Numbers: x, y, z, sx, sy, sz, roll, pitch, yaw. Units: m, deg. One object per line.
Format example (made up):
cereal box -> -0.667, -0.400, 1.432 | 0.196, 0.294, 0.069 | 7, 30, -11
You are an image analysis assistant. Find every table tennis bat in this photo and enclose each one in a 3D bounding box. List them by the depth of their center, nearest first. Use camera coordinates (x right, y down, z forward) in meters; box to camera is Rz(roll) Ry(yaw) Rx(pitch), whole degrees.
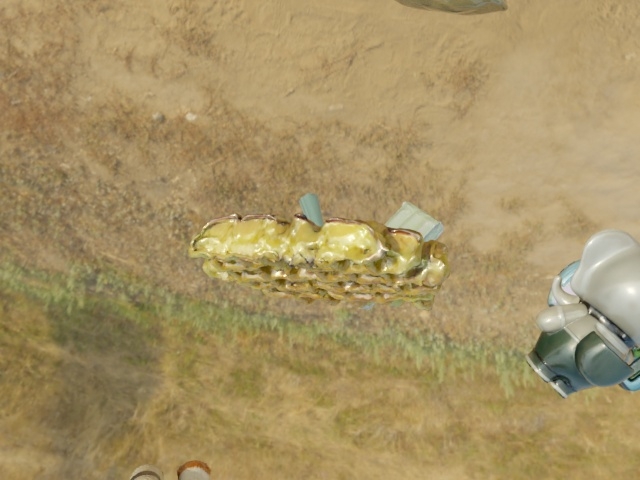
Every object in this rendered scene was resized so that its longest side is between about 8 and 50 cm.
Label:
table tennis bat -> 0.000, 0.000, 1.148 | 0.152, 0.244, 0.040 | 2, 133, -17

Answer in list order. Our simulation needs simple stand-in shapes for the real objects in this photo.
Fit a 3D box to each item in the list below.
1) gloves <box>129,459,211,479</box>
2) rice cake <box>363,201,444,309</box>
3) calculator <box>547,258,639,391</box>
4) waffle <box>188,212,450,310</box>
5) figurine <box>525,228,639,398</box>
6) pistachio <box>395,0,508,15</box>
gloves -> -0.202, 0.327, 0.720 | 0.131, 0.140, 0.218 | 25, 180, -24
rice cake -> 0.140, 0.030, 1.287 | 0.237, 0.127, 0.043 | -50, 131, 6
calculator -> 0.593, 0.165, 1.252 | 0.173, 0.051, 0.293 | -41, 79, 10
waffle -> 0.004, 0.026, 0.740 | 0.309, 0.065, 0.283 | 12, 162, -16
figurine -> 0.289, 0.069, 0.615 | 0.147, 0.126, 0.192 | 42, 105, -3
pistachio -> 0.125, -0.292, 0.629 | 0.135, 0.226, 0.136 | -12, 126, -17
